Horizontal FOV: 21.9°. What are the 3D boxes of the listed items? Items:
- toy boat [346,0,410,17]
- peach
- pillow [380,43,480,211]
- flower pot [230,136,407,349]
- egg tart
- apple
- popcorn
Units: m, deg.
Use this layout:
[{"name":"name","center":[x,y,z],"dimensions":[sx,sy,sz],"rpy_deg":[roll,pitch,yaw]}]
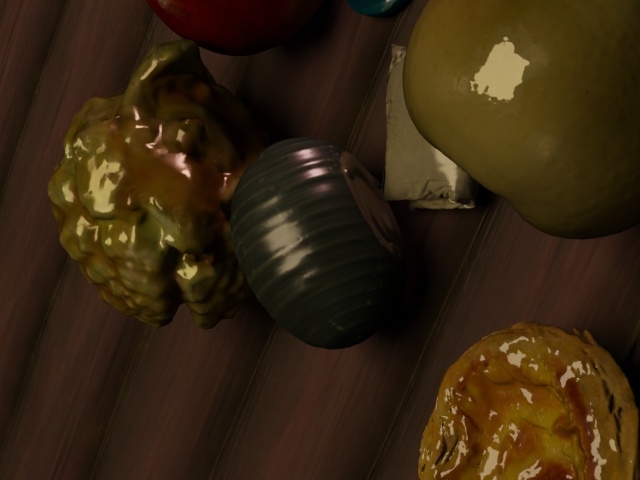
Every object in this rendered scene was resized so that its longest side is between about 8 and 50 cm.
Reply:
[{"name":"toy boat","center":[0.066,-0.409,1.895],"dimensions":[0.134,0.092,0.298],"rpy_deg":[14,95,48]},{"name":"peach","center":[-0.103,-0.338,1.979],"dimensions":[0.199,0.243,0.243],"rpy_deg":[-96,31,-61]},{"name":"pillow","center":[0.125,-0.119,1.780],"dimensions":[0.134,0.078,0.181],"rpy_deg":[8,92,53]},{"name":"flower pot","center":[0.000,0.000,1.829],"dimensions":[0.157,0.189,0.243],"rpy_deg":[-33,67,21]},{"name":"egg tart","center":[0.214,0.222,1.585],"dimensions":[0.295,0.116,0.294],"rpy_deg":[-16,70,50]},{"name":"apple","center":[0.226,-0.149,1.519],"dimensions":[0.254,0.292,0.292],"rpy_deg":[-58,44,16]},{"name":"popcorn","center":[-0.186,-0.060,1.998],"dimensions":[0.279,0.274,0.335],"rpy_deg":[-34,67,-5]}]
